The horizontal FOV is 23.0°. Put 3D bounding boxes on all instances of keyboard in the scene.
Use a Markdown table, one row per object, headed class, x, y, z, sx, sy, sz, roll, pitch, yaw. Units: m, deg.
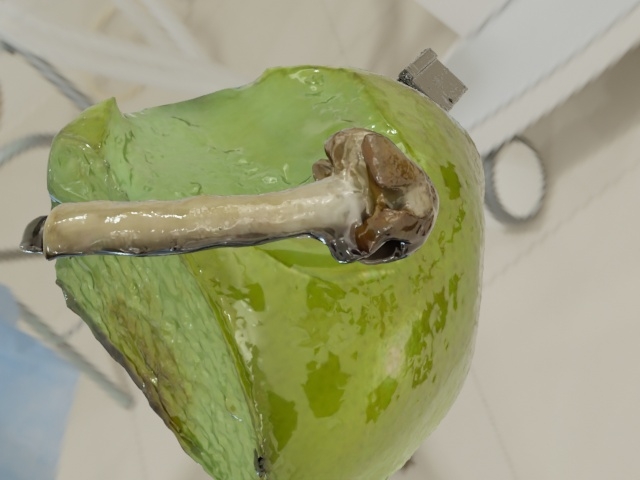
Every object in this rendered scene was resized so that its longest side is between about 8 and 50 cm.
| class | x | y | z | sx | sy | sz | roll | pitch | yaw |
| --- | --- | --- | --- | --- | --- | --- | --- | --- | --- |
| keyboard | 0.107 | -0.151 | 1.500 | 0.018 | 0.060 | 0.195 | -47 | 0 | 17 |

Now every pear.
| class | x | y | z | sx | sy | sz | roll | pitch | yaw |
| --- | --- | --- | --- | --- | --- | --- | --- | --- | --- |
| pear | 0.000 | 0.000 | 0.988 | 0.286 | 0.281 | 0.176 | 46 | 143 | 33 |

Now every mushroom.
| class | x | y | z | sx | sy | sz | roll | pitch | yaw |
| --- | --- | --- | --- | --- | --- | --- | --- | --- | --- |
| mushroom | -0.041 | -0.016 | 0.689 | 0.060 | 0.187 | 0.061 | -126 | 33 | -86 |
